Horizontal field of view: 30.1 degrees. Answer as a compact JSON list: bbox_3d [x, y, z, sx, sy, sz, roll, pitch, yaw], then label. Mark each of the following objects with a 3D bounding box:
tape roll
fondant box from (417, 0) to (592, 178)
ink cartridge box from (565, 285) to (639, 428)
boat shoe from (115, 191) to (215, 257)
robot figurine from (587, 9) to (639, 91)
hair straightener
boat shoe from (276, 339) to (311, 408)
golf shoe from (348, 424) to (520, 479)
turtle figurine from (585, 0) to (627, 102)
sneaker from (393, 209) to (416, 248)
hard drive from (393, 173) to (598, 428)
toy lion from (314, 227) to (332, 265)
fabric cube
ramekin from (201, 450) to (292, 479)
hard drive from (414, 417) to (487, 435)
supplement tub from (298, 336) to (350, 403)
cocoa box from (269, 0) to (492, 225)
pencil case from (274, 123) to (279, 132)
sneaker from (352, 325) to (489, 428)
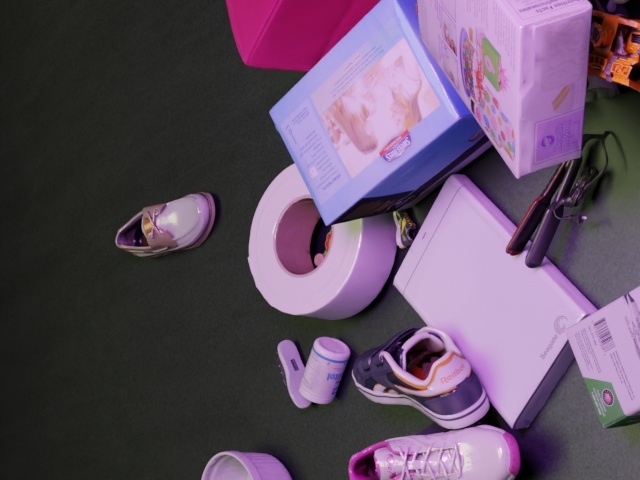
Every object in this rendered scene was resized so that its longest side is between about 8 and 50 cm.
[{"bbox_3d":[0.000,0.000,2.136,0.286,0.100,0.286,-10,75,42],"label":"tape roll"},{"bbox_3d":[0.222,-0.277,1.513,0.238,0.096,0.330,81,169,-46],"label":"fondant box"},{"bbox_3d":[0.453,0.145,1.606,0.208,0.087,0.153,-39,59,45],"label":"ink cartridge box"},{"bbox_3d":[-0.342,-0.026,2.605,0.302,0.103,0.113,-29,67,47],"label":"boat shoe"},{"bbox_3d":[0.427,-0.227,1.489,0.211,0.291,0.085,31,113,48],"label":"robot figurine"},{"bbox_3d":[0.364,-0.056,1.739,0.089,0.047,0.230,40,104,39],"label":"hair straightener"},{"bbox_3d":[-0.050,0.260,2.279,0.040,0.049,0.142,117,140,-56],"label":"boat shoe"},{"bbox_3d":[0.169,0.349,1.831,0.306,0.140,0.115,-22,70,48],"label":"golf shoe"},{"bbox_3d":[0.328,-0.321,1.669,0.275,0.198,0.266,-150,49,-80],"label":"turtle figurine"},{"bbox_3d":[0.149,-0.029,2.049,0.035,0.031,0.083,-9,86,38],"label":"sneaker"},{"bbox_3d":[0.265,0.090,1.880,0.353,0.047,0.233,51,127,39],"label":"hard drive"},{"bbox_3d":[0.037,0.026,2.187,0.096,0.034,0.100,-55,49,25],"label":"toy lion"},{"bbox_3d":[0.006,-0.453,1.960,0.258,0.259,0.254,126,137,-51],"label":"fabric cube"},{"bbox_3d":[-0.136,0.511,2.324,0.207,0.109,0.207,-2,88,52],"label":"ramekin"},{"bbox_3d":[0.238,0.405,1.897,0.172,0.054,0.254,-43,56,41],"label":"hard drive"},{"bbox_3d":[0.007,0.237,2.181,0.071,0.071,0.107,40,121,45],"label":"supplement tub"},{"bbox_3d":[0.131,-0.211,1.882,0.347,0.228,0.231,-39,72,44],"label":"cocoa box"},{"bbox_3d":[-0.018,-0.225,2.233,0.152,0.064,0.070,-3,71,52],"label":"pencil case"},{"bbox_3d":[0.145,0.198,1.925,0.321,0.126,0.127,11,131,58],"label":"sneaker"}]
